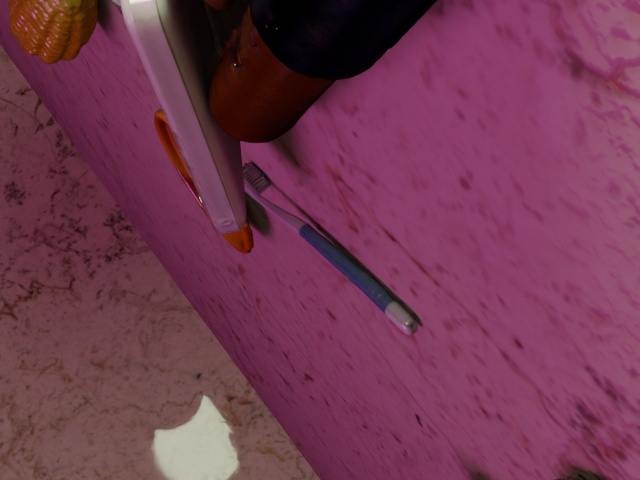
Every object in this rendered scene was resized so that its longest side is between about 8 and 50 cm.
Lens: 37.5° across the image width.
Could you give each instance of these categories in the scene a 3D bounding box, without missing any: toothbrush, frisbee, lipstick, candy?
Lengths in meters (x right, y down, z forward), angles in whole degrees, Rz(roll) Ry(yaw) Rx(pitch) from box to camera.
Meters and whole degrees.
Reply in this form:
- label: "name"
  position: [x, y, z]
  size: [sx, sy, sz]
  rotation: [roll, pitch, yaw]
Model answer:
- label: "toothbrush"
  position: [0.000, 0.000, 0.864]
  size: [0.275, 0.025, 0.019]
  rotation: [41, 167, 38]
- label: "frisbee"
  position: [-0.126, -0.071, 1.080]
  size: [0.192, 0.035, 0.192]
  rotation: [50, 165, 19]
- label: "lipstick"
  position: [-0.008, -0.109, 0.494]
  size: [0.077, 0.077, 0.418]
  rotation: [56, 168, -5]
- label: "candy"
  position: [-0.301, -0.271, 1.088]
  size: [0.106, 0.094, 0.199]
  rotation: [59, 159, -12]

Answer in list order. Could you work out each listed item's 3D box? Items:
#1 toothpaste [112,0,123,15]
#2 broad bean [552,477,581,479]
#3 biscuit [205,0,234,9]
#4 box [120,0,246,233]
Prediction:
- label: "toothpaste"
  position: [-0.152, -0.181, 0.892]
  size: [0.078, 0.046, 0.248]
  rotation: [53, 170, 25]
- label: "broad bean"
  position: [0.206, 0.234, 0.650]
  size: [0.153, 0.072, 0.206]
  rotation: [53, 155, -3]
- label: "biscuit"
  position: [-0.102, -0.221, 0.481]
  size: [0.182, 0.034, 0.215]
  rotation: [50, 169, 20]
- label: "box"
  position: [-0.098, -0.129, 0.715]
  size: [0.285, 0.044, 0.142]
  rotation: [77, -177, -60]
